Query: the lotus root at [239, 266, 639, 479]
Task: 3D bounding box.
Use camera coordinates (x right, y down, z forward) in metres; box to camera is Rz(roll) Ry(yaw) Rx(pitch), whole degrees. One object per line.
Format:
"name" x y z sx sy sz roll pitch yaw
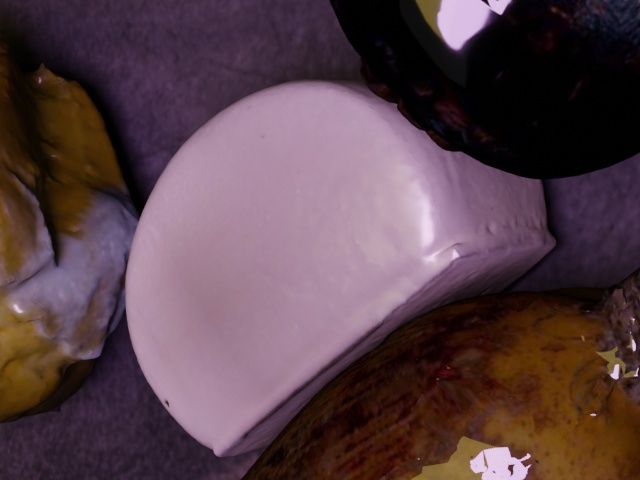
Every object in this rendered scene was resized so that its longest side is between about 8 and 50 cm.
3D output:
"lotus root" 0.056 0.152 0.803 0.179 0.196 0.397 50 120 8

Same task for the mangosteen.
"mangosteen" 0.116 -0.147 0.723 0.243 0.243 0.243 3 95 35

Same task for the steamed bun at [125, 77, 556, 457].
"steamed bun" 0.000 0.000 0.861 0.242 0.146 0.164 -43 68 30

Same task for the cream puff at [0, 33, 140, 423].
"cream puff" -0.302 -0.019 0.978 0.378 0.378 0.275 5 96 35
